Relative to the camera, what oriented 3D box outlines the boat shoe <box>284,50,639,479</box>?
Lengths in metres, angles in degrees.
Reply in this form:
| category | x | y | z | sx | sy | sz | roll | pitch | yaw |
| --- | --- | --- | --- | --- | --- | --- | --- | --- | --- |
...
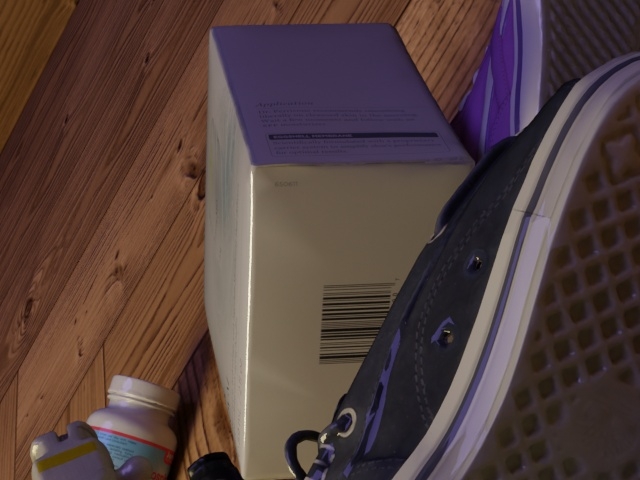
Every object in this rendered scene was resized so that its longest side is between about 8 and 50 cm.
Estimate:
| category | x | y | z | sx | sy | sz | roll | pitch | yaw |
| --- | --- | --- | --- | --- | --- | --- | --- | --- | --- |
| boat shoe | 0.078 | 0.139 | 0.807 | 0.500 | 0.187 | 0.156 | -65 | 16 | -6 |

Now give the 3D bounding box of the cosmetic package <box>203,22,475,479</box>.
| category | x | y | z | sx | sy | sz | roll | pitch | yaw |
| --- | --- | --- | --- | --- | --- | --- | --- | --- | --- |
| cosmetic package | 0.000 | 0.000 | 1.061 | 0.224 | 0.138 | 0.224 | -108 | 19 | -61 |

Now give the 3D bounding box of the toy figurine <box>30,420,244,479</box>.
| category | x | y | z | sx | sy | sz | roll | pitch | yaw |
| --- | --- | --- | --- | --- | --- | --- | --- | --- | --- |
| toy figurine | -0.141 | 0.254 | 1.165 | 0.209 | 0.213 | 0.148 | -58 | 33 | 17 |

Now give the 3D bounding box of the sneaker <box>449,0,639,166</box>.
| category | x | y | z | sx | sy | sz | roll | pitch | yaw |
| --- | --- | --- | --- | --- | --- | --- | --- | --- | --- |
| sneaker | 0.132 | -0.126 | 1.029 | 0.161 | 0.102 | 0.282 | -32 | 42 | 61 |

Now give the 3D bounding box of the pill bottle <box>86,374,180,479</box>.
| category | x | y | z | sx | sy | sz | roll | pitch | yaw |
| --- | --- | --- | --- | --- | --- | --- | --- | --- | --- |
| pill bottle | -0.181 | 0.208 | 1.463 | 0.087 | 0.087 | 0.160 | -13 | 58 | 64 |
